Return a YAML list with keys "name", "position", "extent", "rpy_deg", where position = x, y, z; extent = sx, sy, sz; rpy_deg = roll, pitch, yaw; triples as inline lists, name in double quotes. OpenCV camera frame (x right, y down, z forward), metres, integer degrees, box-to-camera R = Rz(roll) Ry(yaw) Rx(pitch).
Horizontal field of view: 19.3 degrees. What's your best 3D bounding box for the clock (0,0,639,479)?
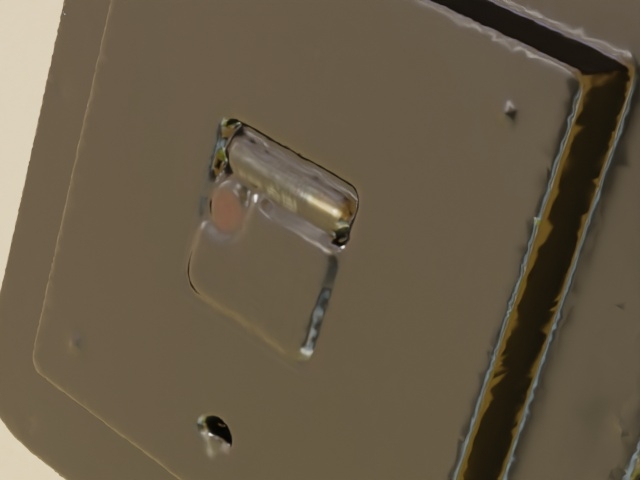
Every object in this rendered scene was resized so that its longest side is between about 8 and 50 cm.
- name: "clock"
  position: [-0.001, 0.000, 0.599]
  extent: [0.049, 0.279, 0.273]
  rpy_deg: [-9, -60, -47]
